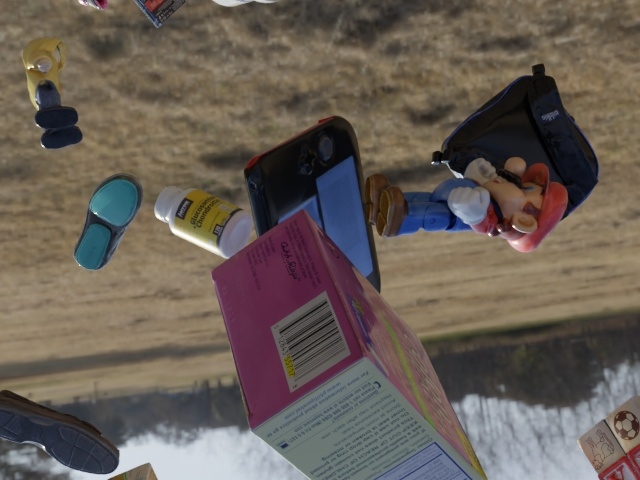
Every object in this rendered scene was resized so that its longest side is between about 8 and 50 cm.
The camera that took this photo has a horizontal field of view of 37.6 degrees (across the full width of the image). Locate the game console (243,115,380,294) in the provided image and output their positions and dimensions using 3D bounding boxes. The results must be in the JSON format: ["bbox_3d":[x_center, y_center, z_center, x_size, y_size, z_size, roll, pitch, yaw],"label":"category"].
[{"bbox_3d":[0.000,0.000,1.630,0.060,0.386,0.342,-2,-161,26],"label":"game console"}]

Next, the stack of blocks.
[{"bbox_3d":[0.438,0.253,1.025,0.297,0.171,0.087,3,138,-40],"label":"stack of blocks"}]

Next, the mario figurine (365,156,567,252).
[{"bbox_3d":[0.237,-0.082,1.467,0.321,0.198,0.170,-1,144,-16],"label":"mario figurine"}]

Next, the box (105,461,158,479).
[{"bbox_3d":[-0.333,0.543,1.773,0.103,0.203,0.114,-23,-171,-1],"label":"box"}]

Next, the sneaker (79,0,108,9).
[{"bbox_3d":[-0.364,-0.433,1.542,0.047,0.057,0.119,-29,145,-41],"label":"sneaker"}]

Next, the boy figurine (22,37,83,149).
[{"bbox_3d":[-0.540,-0.303,1.881,0.092,0.285,0.177,-11,137,-11],"label":"boy figurine"}]

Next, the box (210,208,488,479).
[{"bbox_3d":[0.026,0.131,0.899,0.117,0.213,0.243,-34,128,9],"label":"box"}]

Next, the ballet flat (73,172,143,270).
[{"bbox_3d":[-0.319,-0.040,1.426,0.072,0.068,0.213,31,128,-7],"label":"ballet flat"}]

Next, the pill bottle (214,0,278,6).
[{"bbox_3d":[-0.055,-0.545,1.688,0.361,0.204,0.204,-4,176,40],"label":"pill bottle"}]

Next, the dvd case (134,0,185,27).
[{"bbox_3d":[-0.252,-0.371,1.347,0.013,0.119,0.087,-26,-156,34],"label":"dvd case"}]

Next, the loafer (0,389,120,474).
[{"bbox_3d":[-0.560,0.396,1.993,0.303,0.109,0.095,25,-155,-10],"label":"loafer"}]

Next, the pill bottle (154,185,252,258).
[{"bbox_3d":[-0.235,-0.043,1.871,0.184,0.103,0.103,24,-177,22],"label":"pill bottle"}]

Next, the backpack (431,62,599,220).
[{"bbox_3d":[0.391,-0.150,1.816,0.276,0.263,0.213,-39,174,6],"label":"backpack"}]
